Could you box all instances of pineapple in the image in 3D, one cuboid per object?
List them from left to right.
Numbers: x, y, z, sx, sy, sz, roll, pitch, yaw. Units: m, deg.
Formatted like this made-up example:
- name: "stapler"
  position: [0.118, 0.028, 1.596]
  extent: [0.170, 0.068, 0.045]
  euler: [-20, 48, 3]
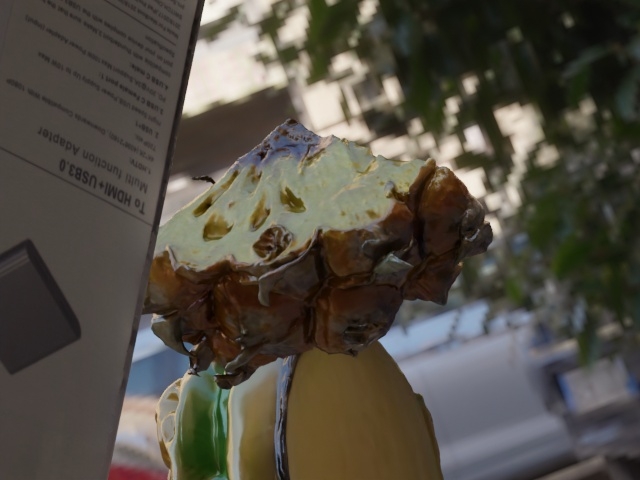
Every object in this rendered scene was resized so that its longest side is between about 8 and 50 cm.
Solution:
- name: "pineapple"
  position: [0.000, 0.000, 0.734]
  extent: [0.137, 0.069, 0.116]
  euler: [-15, 37, 14]

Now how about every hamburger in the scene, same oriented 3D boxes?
- name: "hamburger"
  position: [-0.024, 0.166, 1.263]
  extent: [0.149, 0.237, 0.237]
  euler: [-17, -4, 30]

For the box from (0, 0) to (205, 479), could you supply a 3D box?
- name: "box"
  position: [-0.106, -0.001, 0.580]
  extent: [0.033, 0.247, 0.129]
  euler: [-4, -23, 38]
